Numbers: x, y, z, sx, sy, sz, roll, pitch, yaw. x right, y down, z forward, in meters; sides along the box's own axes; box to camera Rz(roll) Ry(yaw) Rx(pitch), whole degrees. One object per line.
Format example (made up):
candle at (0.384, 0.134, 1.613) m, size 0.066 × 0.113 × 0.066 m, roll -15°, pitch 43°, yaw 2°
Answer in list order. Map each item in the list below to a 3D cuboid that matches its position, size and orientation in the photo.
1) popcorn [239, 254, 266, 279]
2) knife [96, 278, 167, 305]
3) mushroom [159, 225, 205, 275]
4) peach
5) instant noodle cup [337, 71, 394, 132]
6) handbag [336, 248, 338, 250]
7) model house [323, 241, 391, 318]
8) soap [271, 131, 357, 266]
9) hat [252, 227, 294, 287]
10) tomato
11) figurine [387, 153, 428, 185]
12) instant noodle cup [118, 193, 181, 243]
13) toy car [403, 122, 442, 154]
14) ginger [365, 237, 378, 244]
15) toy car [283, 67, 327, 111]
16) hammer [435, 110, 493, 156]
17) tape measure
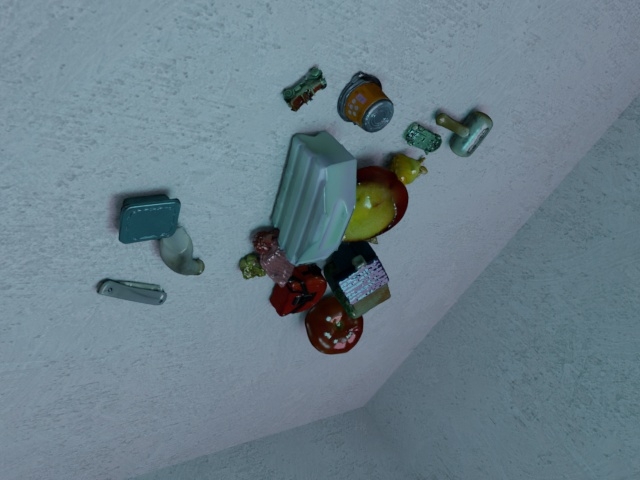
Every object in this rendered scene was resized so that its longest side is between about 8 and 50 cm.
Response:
popcorn at (-0.260, 0.108, 2.054) m, size 0.109 × 0.089 × 0.097 m, roll 0°, pitch 145°, yaw -40°
knife at (-0.641, 0.176, 1.810) m, size 0.266 × 0.041 × 0.073 m, roll 21°, pitch 105°, yaw -53°
mushroom at (-0.471, 0.055, 1.778) m, size 0.118 × 0.103 × 0.270 m, roll -24°, pitch 156°, yaw -11°
peach at (0.159, -0.131, 2.001) m, size 0.338 × 0.281 × 0.281 m, roll -31°, pitch 147°, yaw -11°
instant noodle cup at (0.163, -0.439, 1.740) m, size 0.178 × 0.125 × 0.208 m, roll -37°, pitch 148°, yaw -2°
handbag at (0.000, 0.000, 2.166) m, size 0.139 × 0.115 × 0.072 m, roll -17°, pitch 146°, yaw 0°
model house at (0.140, 0.123, 2.248) m, size 0.245 × 0.312 × 0.280 m, roll -29°, pitch 148°, yaw -3°
soap at (-0.023, -0.121, 1.831) m, size 0.156 × 0.261 × 0.446 m, roll -16°, pitch 141°, yaw -36°
hat at (-0.156, 0.040, 2.027) m, size 0.286 × 0.107 × 0.236 m, roll 39°, pitch 71°, yaw -53°
tomato at (0.061, 0.414, 2.595) m, size 0.299 × 0.298 × 0.226 m, roll -31°, pitch 180°, yaw -11°
figurine at (0.355, -0.286, 2.136) m, size 0.156 × 0.131 × 0.246 m, roll -10°, pitch -178°, yaw 33°
instant noodle cup at (-0.523, -0.073, 1.584) m, size 0.179 × 0.070 × 0.157 m, roll -12°, pitch 140°, yaw -36°
toy car at (0.405, -0.403, 2.082) m, size 0.186 × 0.058 × 0.093 m, roll 15°, pitch 122°, yaw -38°
ginger at (0.147, -0.045, 2.203) m, size 0.214 × 0.133 × 0.058 m, roll 20°, pitch 104°, yaw -45°
toy car at (-0.043, -0.453, 1.589) m, size 0.143 × 0.054 × 0.073 m, roll -37°, pitch 149°, yaw 1°
hammer at (0.559, -0.454, 2.136) m, size 0.306 × 0.113 × 0.201 m, roll 8°, pitch 123°, yaw -42°
tape measure at (-0.090, 0.213, 2.318) m, size 0.261 × 0.114 × 0.253 m, roll -11°, pitch 139°, yaw -36°
